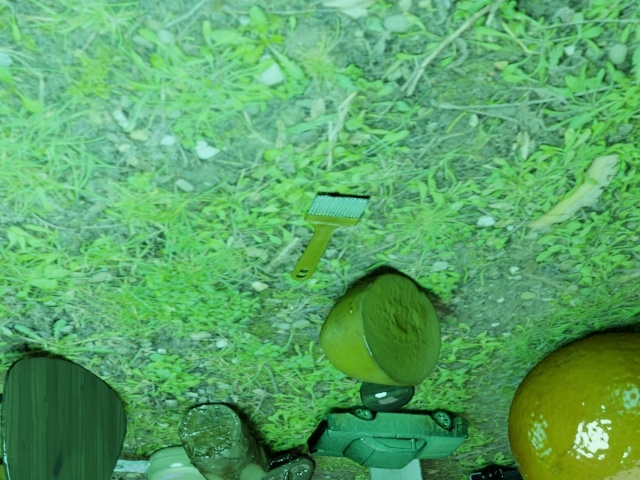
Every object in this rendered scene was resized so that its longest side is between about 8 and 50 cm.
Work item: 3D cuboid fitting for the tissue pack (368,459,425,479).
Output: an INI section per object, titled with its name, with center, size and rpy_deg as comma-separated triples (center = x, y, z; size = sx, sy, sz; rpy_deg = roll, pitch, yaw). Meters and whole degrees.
[tissue pack]
center = 0.176, 0.569, 1.996
size = 0.124, 0.185, 0.225
rpy_deg = -9, 145, 2

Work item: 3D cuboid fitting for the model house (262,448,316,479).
[model house]
center = -0.112, 0.530, 1.946
size = 0.203, 0.141, 0.164
rpy_deg = -14, -170, -10

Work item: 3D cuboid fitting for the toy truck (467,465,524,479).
[toy truck]
center = 0.480, 0.592, 2.156
size = 0.242, 0.101, 0.125
rpy_deg = -9, 156, -1

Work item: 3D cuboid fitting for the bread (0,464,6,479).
[bread]
center = -0.639, 0.582, 1.857
size = 0.183, 0.211, 0.224
rpy_deg = -23, 147, 33

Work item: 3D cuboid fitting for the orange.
[orange]
center = 0.556, 0.361, 1.647
size = 0.424, 0.326, 0.424
rpy_deg = -4, 146, -2

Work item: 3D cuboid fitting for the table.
[table]
center = -0.533, 0.356, 1.571
size = 0.249, 0.317, 0.317
rpy_deg = -7, 147, 24

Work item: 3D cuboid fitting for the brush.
[brush]
center = 0.000, 0.000, 1.322
size = 0.082, 0.010, 0.218
rpy_deg = 5, 144, -17

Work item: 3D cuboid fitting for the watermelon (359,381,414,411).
[watermelon]
center = 0.128, 0.283, 1.683
size = 0.110, 0.078, 0.078
rpy_deg = -14, 144, 9

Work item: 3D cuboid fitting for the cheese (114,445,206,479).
[cheese]
center = -0.334, 0.482, 1.894
size = 0.227, 0.064, 0.137
rpy_deg = 8, 139, -21

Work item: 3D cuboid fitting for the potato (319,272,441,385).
[potato]
center = 0.074, 0.152, 1.433
size = 0.158, 0.178, 0.203
rpy_deg = -14, 172, 36

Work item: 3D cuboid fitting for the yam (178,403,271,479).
[yam]
center = -0.189, 0.421, 1.783
size = 0.128, 0.129, 0.238
rpy_deg = 1, 144, 15

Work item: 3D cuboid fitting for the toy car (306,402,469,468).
[toy car]
center = 0.141, 0.414, 1.847
size = 0.320, 0.097, 0.141
rpy_deg = 6, 143, -17
